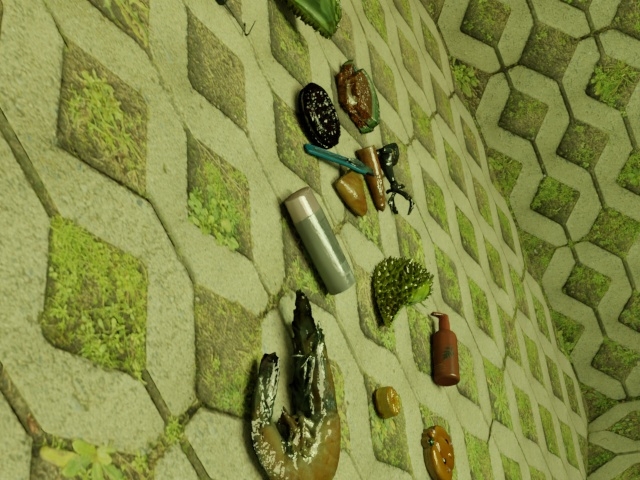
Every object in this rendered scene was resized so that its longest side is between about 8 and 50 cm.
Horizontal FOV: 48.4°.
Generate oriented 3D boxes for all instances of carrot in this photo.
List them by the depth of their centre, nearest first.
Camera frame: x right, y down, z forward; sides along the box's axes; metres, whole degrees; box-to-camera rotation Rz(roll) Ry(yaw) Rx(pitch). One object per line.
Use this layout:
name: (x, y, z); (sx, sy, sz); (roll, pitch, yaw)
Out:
carrot: (0.167, -0.189, 2.216); (0.061, 0.061, 0.209); (-25, 100, -63)

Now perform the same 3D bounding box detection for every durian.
durian: (-0.047, -0.754, 2.004); (0.394, 0.198, 0.163); (65, 26, -16)
durian: (0.244, 0.141, 2.132); (0.356, 0.158, 0.169); (-12, 120, -62)

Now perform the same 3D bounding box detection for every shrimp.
shrimp: (-0.057, 0.307, 1.472); (0.272, 0.085, 0.444); (26, 55, -48)

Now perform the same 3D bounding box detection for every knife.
knife: (0.060, -0.225, 2.009); (0.297, 0.026, 0.044); (13, 49, -47)

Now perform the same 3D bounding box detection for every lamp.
lamp: (-0.213, -0.565, 1.759); (0.121, 0.041, 0.054); (42, 47, -40)

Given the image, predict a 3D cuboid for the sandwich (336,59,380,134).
sandwich: (0.121, -0.471, 2.269); (0.159, 0.079, 0.235); (22, 55, -56)

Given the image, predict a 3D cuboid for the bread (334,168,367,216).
bread: (0.084, -0.153, 2.038); (0.136, 0.054, 0.154); (15, 58, -55)

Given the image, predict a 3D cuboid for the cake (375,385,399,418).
cake: (0.173, 0.421, 1.853); (0.084, 0.044, 0.084); (42, 39, -46)

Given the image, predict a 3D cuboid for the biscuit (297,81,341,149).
biscuit: (-0.002, -0.347, 1.992); (0.194, 0.053, 0.194); (41, 39, -45)

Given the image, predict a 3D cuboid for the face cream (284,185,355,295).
face cream: (0.000, 0.000, 1.759); (0.269, 0.073, 0.107); (64, 23, -15)

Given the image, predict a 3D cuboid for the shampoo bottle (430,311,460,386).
shampoo bottle: (0.398, 0.344, 2.283); (0.085, 0.086, 0.244); (45, 35, -42)

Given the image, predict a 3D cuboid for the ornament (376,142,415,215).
ornament: (0.242, -0.196, 2.326); (0.202, 0.080, 0.236); (-36, 106, -73)

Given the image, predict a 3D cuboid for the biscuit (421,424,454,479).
biscuit: (0.347, 0.607, 2.055); (0.170, 0.050, 0.170); (41, 39, -45)
